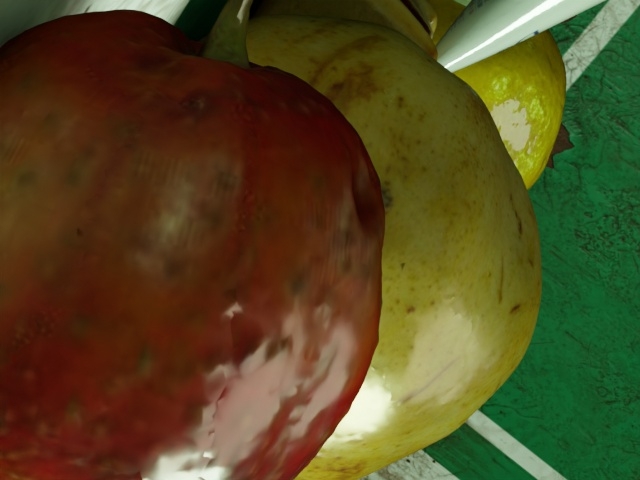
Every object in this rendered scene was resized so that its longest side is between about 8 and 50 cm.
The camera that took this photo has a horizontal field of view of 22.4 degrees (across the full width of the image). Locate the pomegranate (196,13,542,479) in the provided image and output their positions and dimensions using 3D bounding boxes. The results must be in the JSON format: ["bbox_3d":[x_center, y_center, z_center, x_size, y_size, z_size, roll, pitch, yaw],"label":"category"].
[{"bbox_3d":[0.000,0.000,0.905,0.264,0.264,0.264,-52,180,0],"label":"pomegranate"}]

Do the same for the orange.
[{"bbox_3d":[0.097,-0.126,1.479,0.279,0.235,0.279,-52,-160,28],"label":"orange"}]

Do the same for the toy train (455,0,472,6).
[{"bbox_3d":[0.142,-0.291,1.110,0.202,0.131,0.300,-44,178,-8],"label":"toy train"}]

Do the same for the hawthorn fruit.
[{"bbox_3d":[-0.061,-0.005,0.557,0.179,0.179,0.200,-51,158,-79],"label":"hawthorn fruit"}]

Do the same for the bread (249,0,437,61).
[{"bbox_3d":[-0.010,-0.095,1.048,0.200,0.116,0.077,-52,-177,28],"label":"bread"}]

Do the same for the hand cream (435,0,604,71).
[{"bbox_3d":[0.158,-0.176,1.030,0.248,0.083,0.133,-34,-173,37],"label":"hand cream"}]
